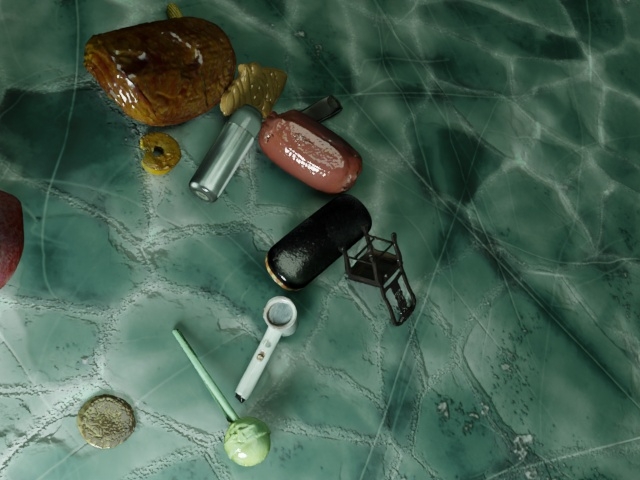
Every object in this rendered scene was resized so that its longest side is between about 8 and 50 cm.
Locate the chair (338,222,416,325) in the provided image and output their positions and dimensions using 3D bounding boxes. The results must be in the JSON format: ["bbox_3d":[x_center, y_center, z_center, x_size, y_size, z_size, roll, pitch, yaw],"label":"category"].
[{"bbox_3d":[0.141,0.088,1.851,0.106,0.113,0.229,-42,131,-32],"label":"chair"}]

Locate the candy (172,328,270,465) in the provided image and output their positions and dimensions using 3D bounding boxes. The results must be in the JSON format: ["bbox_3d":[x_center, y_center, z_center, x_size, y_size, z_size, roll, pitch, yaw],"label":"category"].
[{"bbox_3d":[-0.216,0.318,1.604,0.335,0.093,0.092,51,13,18],"label":"candy"}]

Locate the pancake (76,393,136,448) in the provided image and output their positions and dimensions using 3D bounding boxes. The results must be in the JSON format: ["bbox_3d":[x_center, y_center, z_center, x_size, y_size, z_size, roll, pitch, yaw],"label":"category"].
[{"bbox_3d":[-0.421,0.354,1.522,0.114,0.011,0.115,10,61,-18],"label":"pancake"}]

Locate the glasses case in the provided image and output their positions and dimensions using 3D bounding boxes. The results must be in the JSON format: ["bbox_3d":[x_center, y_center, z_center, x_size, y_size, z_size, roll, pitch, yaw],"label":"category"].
[{"bbox_3d":[0.000,0.000,1.842,0.122,0.082,0.321,51,55,0],"label":"glasses case"}]

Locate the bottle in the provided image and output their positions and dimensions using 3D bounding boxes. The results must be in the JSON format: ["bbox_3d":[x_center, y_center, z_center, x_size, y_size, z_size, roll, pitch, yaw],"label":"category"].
[{"bbox_3d":[-0.225,-0.210,1.833,0.079,0.096,0.254,48,64,-45],"label":"bottle"}]

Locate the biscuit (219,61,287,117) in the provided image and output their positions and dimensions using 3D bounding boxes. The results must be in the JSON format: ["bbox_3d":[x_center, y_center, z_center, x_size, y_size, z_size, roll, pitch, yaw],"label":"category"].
[{"bbox_3d":[-0.161,-0.376,1.952,0.035,0.163,0.250,10,35,35],"label":"biscuit"}]

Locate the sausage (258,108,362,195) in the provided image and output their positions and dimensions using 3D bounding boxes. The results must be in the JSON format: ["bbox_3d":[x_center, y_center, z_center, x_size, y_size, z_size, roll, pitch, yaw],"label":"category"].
[{"bbox_3d":[-0.025,-0.218,1.908,0.279,0.152,0.152,33,56,-6],"label":"sausage"}]

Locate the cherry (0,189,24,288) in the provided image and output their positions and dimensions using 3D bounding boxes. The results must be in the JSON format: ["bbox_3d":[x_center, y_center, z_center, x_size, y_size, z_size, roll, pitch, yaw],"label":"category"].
[{"bbox_3d":[-0.690,0.000,1.487,0.239,0.206,0.239,46,17,-19],"label":"cherry"}]

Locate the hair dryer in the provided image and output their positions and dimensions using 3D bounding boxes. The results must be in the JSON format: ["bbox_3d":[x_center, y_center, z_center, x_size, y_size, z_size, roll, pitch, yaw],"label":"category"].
[{"bbox_3d":[-0.116,0.242,1.665,0.073,0.131,0.237,22,76,7],"label":"hair dryer"}]

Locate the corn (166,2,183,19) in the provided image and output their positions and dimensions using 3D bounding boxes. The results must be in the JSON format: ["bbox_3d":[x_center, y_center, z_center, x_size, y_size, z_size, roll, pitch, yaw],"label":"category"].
[{"bbox_3d":[-0.374,-0.577,2.009,0.037,0.037,0.092,-19,73,-30],"label":"corn"}]

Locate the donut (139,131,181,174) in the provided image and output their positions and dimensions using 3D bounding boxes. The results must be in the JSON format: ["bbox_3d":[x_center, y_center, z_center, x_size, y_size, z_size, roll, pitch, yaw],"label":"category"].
[{"bbox_3d":[-0.377,-0.200,1.810,0.097,0.043,0.108,6,61,-20],"label":"donut"}]

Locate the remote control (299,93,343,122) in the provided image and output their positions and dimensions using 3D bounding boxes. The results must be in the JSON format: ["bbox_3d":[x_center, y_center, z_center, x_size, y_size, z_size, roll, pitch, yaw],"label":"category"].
[{"bbox_3d":[-0.027,-0.326,2.033,0.212,0.028,0.059,-35,80,-33],"label":"remote control"}]

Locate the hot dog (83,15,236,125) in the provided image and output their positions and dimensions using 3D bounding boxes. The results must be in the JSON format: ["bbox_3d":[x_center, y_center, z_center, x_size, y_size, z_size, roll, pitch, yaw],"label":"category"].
[{"bbox_3d":[-0.379,-0.417,1.850,0.387,0.174,0.267,-28,79,-44],"label":"hot dog"}]
